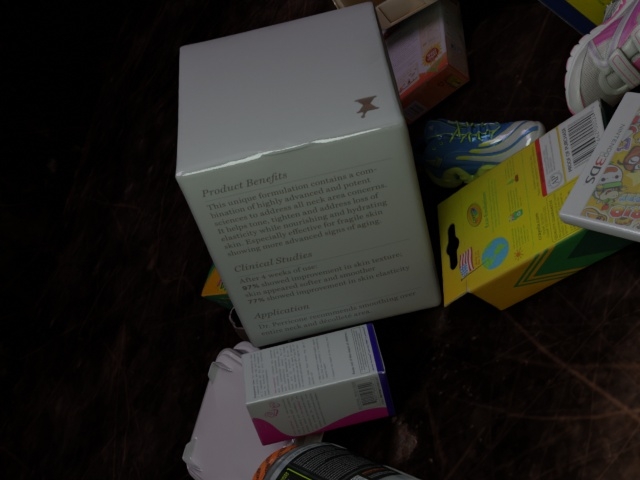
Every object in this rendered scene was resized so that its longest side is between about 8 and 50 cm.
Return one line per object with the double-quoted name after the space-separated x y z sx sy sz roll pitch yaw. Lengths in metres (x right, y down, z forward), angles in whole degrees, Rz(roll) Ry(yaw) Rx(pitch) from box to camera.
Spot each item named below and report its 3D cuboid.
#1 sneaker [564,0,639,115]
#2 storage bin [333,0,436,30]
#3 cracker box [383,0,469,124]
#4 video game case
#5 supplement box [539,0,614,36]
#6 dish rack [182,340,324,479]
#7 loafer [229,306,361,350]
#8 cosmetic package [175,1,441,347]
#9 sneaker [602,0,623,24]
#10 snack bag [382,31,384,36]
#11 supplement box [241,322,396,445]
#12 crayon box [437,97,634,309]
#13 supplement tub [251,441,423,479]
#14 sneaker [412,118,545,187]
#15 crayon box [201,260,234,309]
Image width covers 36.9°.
0.445 -0.274 1.355 0.252 0.103 0.111 -57 29 11 "sneaker"
0.182 -0.541 1.846 0.262 0.123 0.260 -20 33 44 "storage bin"
0.199 -0.356 1.839 0.155 0.067 0.232 -35 40 37 "cracker box"
0.439 -0.085 1.185 0.227 0.026 0.206 18 69 42 "video game case"
0.444 -0.527 1.472 0.356 0.195 0.194 -49 33 23 "supplement box"
-0.134 0.347 1.699 0.333 0.072 0.286 22 95 52 "dish rack"
-0.043 0.125 1.757 0.366 0.130 0.134 -31 42 42 "loafer"
-0.014 -0.100 1.529 0.329 0.394 0.327 -12 44 5 "cosmetic package"
0.458 -0.353 1.453 0.135 0.052 0.058 -58 26 6 "sneaker"
0.139 -0.530 2.107 0.343 0.037 0.323 -60 30 -2 "snack bag"
-0.005 0.229 1.522 0.220 0.111 0.114 -14 41 1 "supplement box"
0.311 -0.036 1.390 0.318 0.081 0.202 -33 41 39 "crayon box"
0.035 0.397 1.350 0.316 0.193 0.194 6 71 58 "supplement tub"
0.240 -0.151 1.547 0.240 0.126 0.091 -23 48 48 "sneaker"
-0.128 0.050 1.998 0.278 0.081 0.165 -10 58 54 "crayon box"
